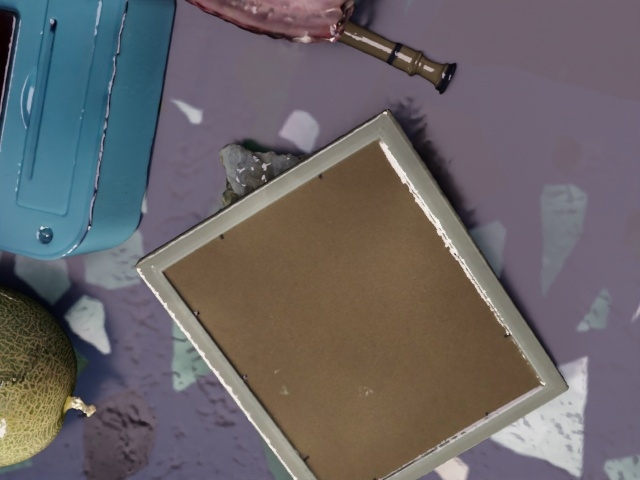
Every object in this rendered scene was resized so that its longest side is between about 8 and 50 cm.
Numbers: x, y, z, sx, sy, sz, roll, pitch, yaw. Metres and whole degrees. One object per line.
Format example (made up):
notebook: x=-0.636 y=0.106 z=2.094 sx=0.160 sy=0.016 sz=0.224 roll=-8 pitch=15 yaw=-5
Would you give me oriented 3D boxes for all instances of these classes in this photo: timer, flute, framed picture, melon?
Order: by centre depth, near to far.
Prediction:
framed picture: x=0.026 y=0.061 z=1.436 sx=0.217 sy=0.017 sz=0.274 roll=-30 pitch=115 yaw=7
melon: x=-0.256 y=0.096 z=1.457 sx=0.192 sy=0.139 sz=0.139 roll=16 pitch=97 yaw=4
flute: x=-0.010 y=-0.166 z=1.461 sx=0.233 sy=0.027 sz=0.027 roll=25 pitch=98 yaw=4
timer: x=-0.250 y=-0.117 z=1.482 sx=0.250 sy=0.091 sz=0.231 roll=13 pitch=98 yaw=16

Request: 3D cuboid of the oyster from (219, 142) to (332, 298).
oyster: x=0.000 y=0.000 z=1.460 sx=0.177 sy=0.064 sz=0.125 roll=16 pitch=93 yaw=3

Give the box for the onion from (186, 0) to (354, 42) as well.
onion: x=-0.029 y=-0.282 z=1.419 sx=0.247 sy=0.111 sz=0.250 roll=25 pitch=107 yaw=29
